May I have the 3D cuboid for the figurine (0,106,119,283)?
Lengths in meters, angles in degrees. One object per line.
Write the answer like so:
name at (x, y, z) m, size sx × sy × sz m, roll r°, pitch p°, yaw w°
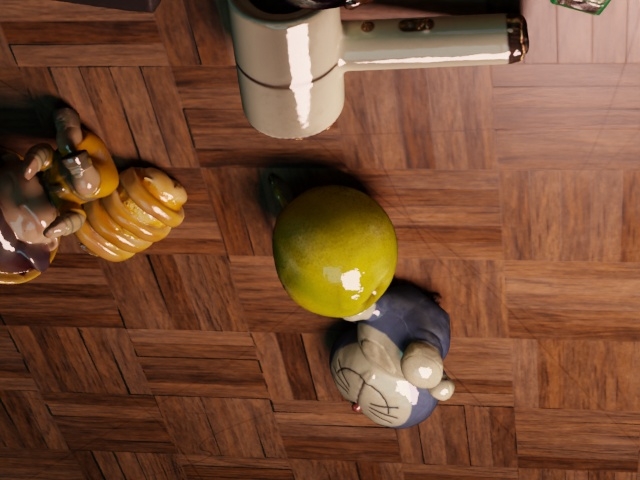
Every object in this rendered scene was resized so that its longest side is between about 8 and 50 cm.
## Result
figurine at (-0.388, -0.053, 2.086) m, size 0.257 × 0.192 × 0.167 m, roll -23°, pitch 169°, yaw 15°

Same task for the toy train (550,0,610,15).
toy train at (0.254, -0.312, 1.674) m, size 0.228 × 0.091 × 0.136 m, roll 12°, pitch 154°, yaw -5°

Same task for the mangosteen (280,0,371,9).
mangosteen at (0.001, -0.342, 1.560) m, size 0.243 × 0.243 × 0.243 m, roll 5°, pitch 144°, yaw 4°

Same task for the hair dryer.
hair dryer at (0.080, -0.229, 1.811) m, size 0.362 × 0.128 × 0.203 m, roll -3°, pitch 142°, yaw 2°

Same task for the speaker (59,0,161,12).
speaker at (-0.250, -0.415, 1.613) m, size 0.180 × 0.184 × 0.388 m, roll 8°, pitch 155°, yaw 3°

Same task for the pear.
pear at (0.000, 0.000, 2.104) m, size 0.216 × 0.166 × 0.180 m, roll 38°, pitch 157°, yaw 10°

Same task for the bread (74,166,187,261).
bread at (-0.266, -0.036, 2.158) m, size 0.177 × 0.084 × 0.119 m, roll -28°, pitch 131°, yaw 34°

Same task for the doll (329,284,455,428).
doll at (0.100, 0.174, 2.315) m, size 0.228 × 0.154 × 0.258 m, roll 38°, pitch 138°, yaw 16°
